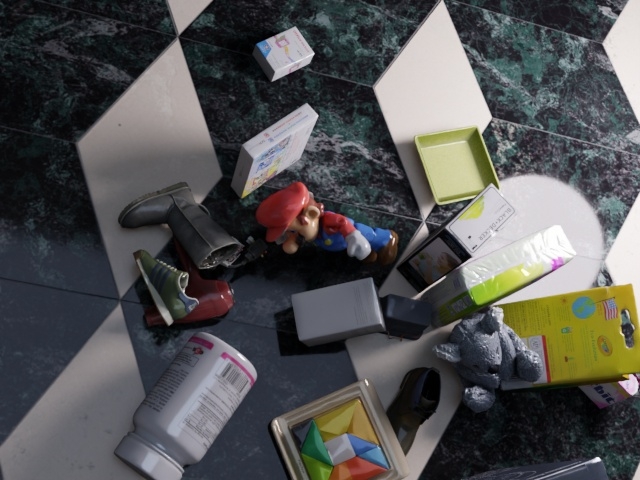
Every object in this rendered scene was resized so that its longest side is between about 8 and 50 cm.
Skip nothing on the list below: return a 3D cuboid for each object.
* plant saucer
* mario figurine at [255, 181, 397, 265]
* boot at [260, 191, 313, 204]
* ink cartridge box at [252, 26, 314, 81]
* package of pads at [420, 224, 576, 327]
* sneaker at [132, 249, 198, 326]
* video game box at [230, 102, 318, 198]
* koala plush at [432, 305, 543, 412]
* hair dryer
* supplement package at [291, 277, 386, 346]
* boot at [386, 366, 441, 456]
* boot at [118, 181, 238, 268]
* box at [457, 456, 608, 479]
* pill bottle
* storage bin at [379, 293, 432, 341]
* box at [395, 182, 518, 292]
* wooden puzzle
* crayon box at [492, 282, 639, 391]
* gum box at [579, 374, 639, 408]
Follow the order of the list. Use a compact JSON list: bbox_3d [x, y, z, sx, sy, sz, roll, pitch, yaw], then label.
[{"bbox_3d":[0.334,-0.183,1.956,0.188,0.045,0.188,-12,75,-20],"label":"plant saucer"},{"bbox_3d":[0.000,0.000,1.717,0.320,0.198,0.170,19,45,-25],"label":"mario figurine"},{"bbox_3d":[-0.074,-0.090,1.813,0.118,0.042,0.087,22,61,-9],"label":"boot"},{"bbox_3d":[-0.091,-0.459,1.924,0.122,0.052,0.089,-31,82,-24],"label":"ink cartridge box"},{"bbox_3d":[0.395,0.084,1.783,0.296,0.229,0.101,-21,78,-23],"label":"package of pads"},{"bbox_3d":[-0.313,0.084,1.612,0.086,0.064,0.192,-26,58,-10],"label":"sneaker"},{"bbox_3d":[-0.106,-0.197,1.748,0.187,0.205,0.048,-39,82,-24],"label":"video game box"},{"bbox_3d":[0.340,0.232,1.695,0.196,0.221,0.203,-35,58,10],"label":"koala plush"},{"bbox_3d":[-0.273,0.075,1.692,0.223,0.080,0.294,27,62,16],"label":"hair dryer"},{"bbox_3d":[0.040,0.156,1.687,0.179,0.105,0.105,-13,74,6],"label":"supplement package"},{"bbox_3d":[0.197,0.370,1.693,0.082,0.106,0.219,23,67,-7],"label":"boot"},{"bbox_3d":[-0.304,-0.016,1.667,0.189,0.076,0.208,-29,68,-16],"label":"boot"},{"bbox_3d":[0.348,0.569,1.511,0.293,0.395,0.212,-10,74,-19],"label":"box"},{"bbox_3d":[-0.265,0.336,1.541,0.160,0.160,0.283,37,66,-2],"label":"pill bottle"},{"bbox_3d":[0.183,0.172,1.766,0.135,0.091,0.098,13,69,-11],"label":"storage bin"},{"bbox_3d":[0.299,0.001,1.749,0.169,0.290,0.087,-41,86,-23],"label":"box"},{"bbox_3d":[0.042,0.433,1.639,0.238,0.044,0.221,-22,78,-9],"label":"wooden puzzle"},{"bbox_3d":[0.558,0.224,1.753,0.081,0.318,0.202,25,58,-53],"label":"crayon box"},{"bbox_3d":[0.646,0.302,1.841,0.188,0.107,0.062,46,53,2],"label":"gum box"}]
